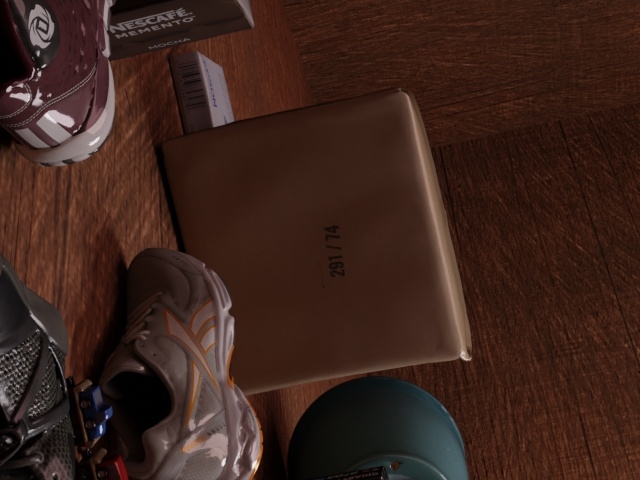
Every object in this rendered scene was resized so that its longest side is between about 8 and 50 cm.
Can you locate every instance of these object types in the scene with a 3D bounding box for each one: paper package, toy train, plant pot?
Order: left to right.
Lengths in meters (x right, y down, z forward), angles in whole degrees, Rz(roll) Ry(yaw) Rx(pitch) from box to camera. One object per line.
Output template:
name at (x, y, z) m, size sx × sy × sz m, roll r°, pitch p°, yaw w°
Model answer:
toy train at (-0.159, 0.174, 0.742) m, size 0.027 × 0.036 × 0.158 m, roll -57°, pitch 135°, yaw -81°
paper package at (0.000, 0.000, 1.227) m, size 0.168 × 0.309 × 0.324 m, roll -54°, pitch 132°, yaw -78°
plant pot at (0.087, 0.352, 1.414) m, size 0.255 × 0.272 × 0.271 m, roll -102°, pitch 179°, yaw -84°

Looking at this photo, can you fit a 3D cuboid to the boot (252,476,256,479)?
boot at (-0.081, 0.268, 1.004) m, size 0.305 × 0.112 × 0.115 m, roll 68°, pitch 1°, yaw -47°

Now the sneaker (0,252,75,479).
sneaker at (-0.180, 0.078, 0.507) m, size 0.227 × 0.087 × 0.130 m, roll 77°, pitch -3°, yaw -70°

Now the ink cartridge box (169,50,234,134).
ink cartridge box at (-0.143, -0.142, 1.432) m, size 0.224 × 0.045 × 0.223 m, roll -25°, pitch 102°, yaw -84°

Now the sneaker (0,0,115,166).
sneaker at (-0.210, -0.204, 0.708) m, size 0.162 × 0.106 × 0.281 m, roll 47°, pitch 32°, yaw -72°

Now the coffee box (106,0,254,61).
coffee box at (-0.176, -0.335, 0.949) m, size 0.119 × 0.168 × 0.297 m, roll 40°, pitch 38°, yaw -80°

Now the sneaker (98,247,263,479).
sneaker at (-0.136, 0.095, 0.859) m, size 0.121 × 0.099 × 0.262 m, roll 24°, pitch 30°, yaw -42°

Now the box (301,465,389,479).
box at (0.018, 0.405, 1.264) m, size 0.051 × 0.175 × 0.220 m, roll -40°, pitch 119°, yaw -81°
